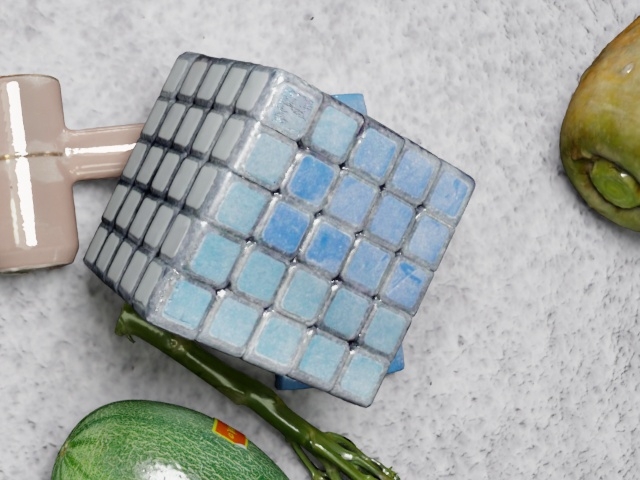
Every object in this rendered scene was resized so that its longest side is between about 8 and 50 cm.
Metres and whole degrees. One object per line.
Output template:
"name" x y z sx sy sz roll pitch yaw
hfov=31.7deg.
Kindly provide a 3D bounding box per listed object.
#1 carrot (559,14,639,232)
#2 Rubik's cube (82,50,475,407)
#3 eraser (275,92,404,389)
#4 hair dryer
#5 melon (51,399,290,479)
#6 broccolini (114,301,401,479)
"carrot" 0.424 -0.173 1.259 0.224 0.224 0.340 45 72 -8
"Rubik's cube" -0.046 -0.017 1.032 0.237 0.238 0.237 25 88 -29
"eraser" 0.000 0.000 1.216 0.144 0.042 0.311 -8 88 -15
"hair dryer" -0.180 -0.076 1.131 0.344 0.107 0.189 -7 88 -12
"melon" -0.123 0.267 1.094 0.288 0.182 0.182 36 78 -8
"broccolini" -0.056 0.196 1.190 0.392 0.079 0.074 35 89 -3
